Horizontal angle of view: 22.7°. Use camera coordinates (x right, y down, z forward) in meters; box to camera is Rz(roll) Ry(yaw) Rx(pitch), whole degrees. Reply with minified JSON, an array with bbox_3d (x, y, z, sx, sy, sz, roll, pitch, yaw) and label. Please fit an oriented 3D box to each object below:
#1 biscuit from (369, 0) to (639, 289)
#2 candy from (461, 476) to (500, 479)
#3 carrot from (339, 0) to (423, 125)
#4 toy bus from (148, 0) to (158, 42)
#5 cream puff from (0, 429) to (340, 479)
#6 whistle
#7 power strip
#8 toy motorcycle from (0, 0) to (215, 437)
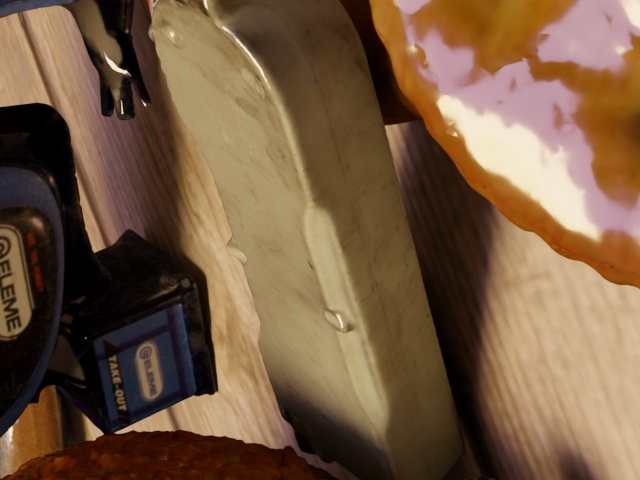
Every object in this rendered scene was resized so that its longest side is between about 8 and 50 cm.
[{"bbox_3d":[0.104,-0.089,0.370,0.221,0.066,0.220,10,108,35],"label":"biscuit"},{"bbox_3d":[0.081,0.200,0.596,0.051,0.094,0.226,-17,83,61],"label":"candy"},{"bbox_3d":[0.044,-0.074,0.544,0.225,0.067,0.067,-6,102,63],"label":"carrot"},{"bbox_3d":[-0.020,-0.137,0.616,0.174,0.079,0.077,-39,64,62],"label":"toy bus"},{"bbox_3d":[-0.054,0.208,0.710,0.303,0.212,0.303,9,121,15],"label":"cream puff"},{"bbox_3d":[-0.210,0.087,1.126,0.107,0.057,0.220,-129,36,-59],"label":"whistle"},{"bbox_3d":[-0.002,0.001,0.608,0.080,0.048,0.286,31,153,36],"label":"power strip"},{"bbox_3d":[-0.168,-0.051,0.807,0.125,0.213,0.358,34,139,47],"label":"toy motorcycle"}]
